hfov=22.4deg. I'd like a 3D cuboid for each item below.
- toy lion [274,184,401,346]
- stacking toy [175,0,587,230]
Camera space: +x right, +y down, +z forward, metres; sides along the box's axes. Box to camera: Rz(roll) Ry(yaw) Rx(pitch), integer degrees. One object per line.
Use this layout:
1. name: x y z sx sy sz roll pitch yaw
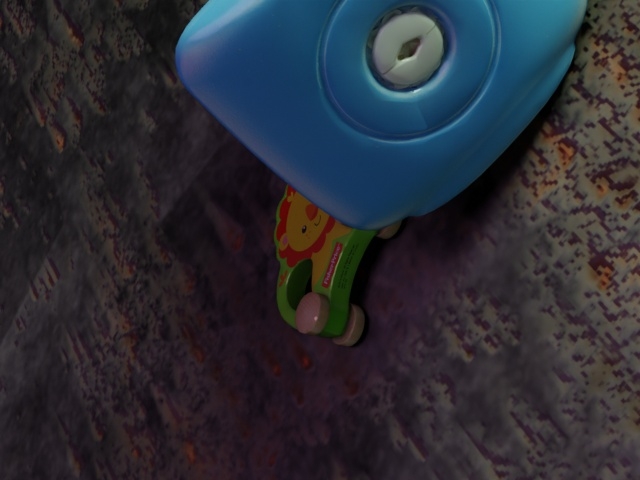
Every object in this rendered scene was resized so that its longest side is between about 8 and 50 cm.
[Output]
1. toy lion: 0.000 0.000 0.900 0.096 0.034 0.100 21 92 59
2. stacking toy: -0.005 -0.149 0.886 0.175 0.165 0.302 -47 31 5
